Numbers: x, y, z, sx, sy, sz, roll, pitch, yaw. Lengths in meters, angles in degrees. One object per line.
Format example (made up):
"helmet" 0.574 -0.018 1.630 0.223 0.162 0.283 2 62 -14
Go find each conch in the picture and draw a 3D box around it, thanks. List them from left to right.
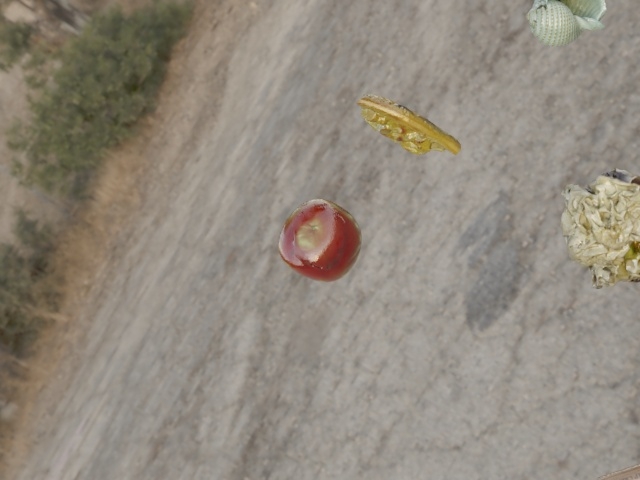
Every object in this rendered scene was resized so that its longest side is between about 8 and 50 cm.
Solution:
"conch" 0.262 -0.248 1.030 0.057 0.085 0.076 20 110 59

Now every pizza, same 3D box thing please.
"pizza" 0.115 -0.155 1.323 0.035 0.160 0.099 -65 12 -14

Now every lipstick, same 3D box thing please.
"lipstick" 0.241 0.160 0.665 0.094 0.019 0.019 -25 30 21

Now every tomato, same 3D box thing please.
"tomato" 0.000 0.000 0.974 0.087 0.087 0.075 -56 -6 2

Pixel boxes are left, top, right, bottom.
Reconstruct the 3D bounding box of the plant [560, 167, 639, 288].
"plant" 0.247 -0.023 0.795 0.105 0.116 0.122 -27 29 7
